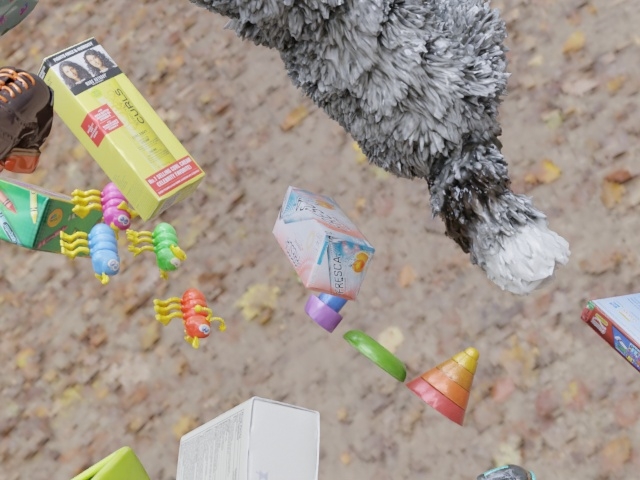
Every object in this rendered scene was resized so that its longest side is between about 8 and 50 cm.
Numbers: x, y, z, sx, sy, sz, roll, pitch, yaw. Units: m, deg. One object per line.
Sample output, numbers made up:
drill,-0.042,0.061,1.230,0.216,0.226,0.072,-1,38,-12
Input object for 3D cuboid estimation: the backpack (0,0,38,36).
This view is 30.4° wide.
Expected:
backpack,-0.342,-0.262,1.168,0.182,0.115,0.152,-40,-11,-27

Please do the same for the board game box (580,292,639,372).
board game box,0.397,0.144,1.147,0.145,0.027,0.281,-6,38,-35

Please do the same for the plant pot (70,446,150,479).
plant pot,-0.285,0.411,1.372,0.228,0.207,0.227,-35,3,20

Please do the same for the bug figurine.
bug figurine,-0.241,0.025,1.618,0.072,0.279,0.216,-35,46,14

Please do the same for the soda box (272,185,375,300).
soda box,0.000,0.000,1.261,0.183,0.058,0.063,-127,55,-67

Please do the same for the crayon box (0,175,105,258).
crayon box,-0.428,-0.039,1.749,0.165,0.278,0.081,18,90,12

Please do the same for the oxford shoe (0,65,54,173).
oxford shoe,-0.313,-0.123,1.099,0.098,0.097,0.271,-63,3,3

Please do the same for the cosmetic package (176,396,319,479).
cosmetic package,-0.128,0.378,1.978,0.296,0.129,0.153,-35,45,55

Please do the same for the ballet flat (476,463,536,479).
ballet flat,0.257,0.461,1.695,0.096,0.280,0.095,0,-2,-4

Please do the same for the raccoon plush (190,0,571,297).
raccoon plush,0.067,-0.172,1.146,0.216,0.299,0.446,-52,52,14

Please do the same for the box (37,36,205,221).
box,-0.253,-0.140,1.479,0.087,0.232,0.058,-33,-8,-38

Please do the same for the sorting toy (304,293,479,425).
sorting toy,0.139,0.167,1.972,0.126,0.365,0.127,-52,23,-1
